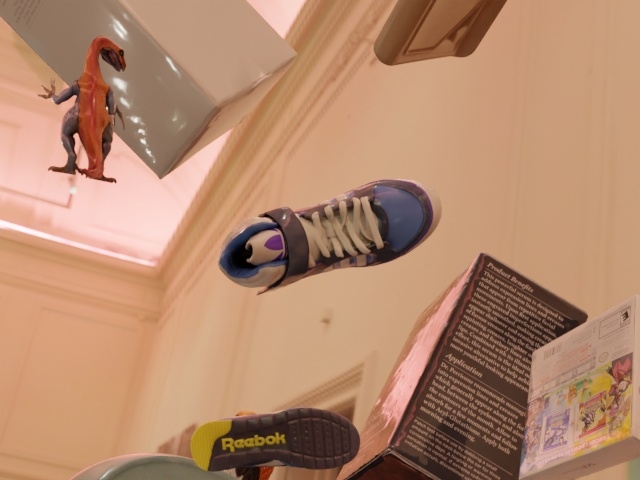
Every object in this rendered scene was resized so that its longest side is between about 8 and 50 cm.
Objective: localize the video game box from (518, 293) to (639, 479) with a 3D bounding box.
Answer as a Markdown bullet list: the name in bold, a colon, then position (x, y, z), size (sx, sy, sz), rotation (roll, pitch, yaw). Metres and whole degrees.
- **video game box**: position (0.325, 0.187, 1.046), size (0.048, 0.187, 0.205), rotation (27, -35, -11)

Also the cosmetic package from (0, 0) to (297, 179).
- **cosmetic package**: position (-0.239, -0.289, 1.069), size (0.385, 0.217, 0.156), rotation (48, -52, -2)

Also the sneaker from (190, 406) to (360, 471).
- **sneaker**: position (-0.038, 0.173, 0.756), size (0.144, 0.053, 0.059), rotation (0, -12, -1)

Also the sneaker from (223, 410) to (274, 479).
- **sneaker**: position (-0.149, 0.434, 1.619), size (0.099, 0.262, 0.121), rotation (-19, 21, -40)

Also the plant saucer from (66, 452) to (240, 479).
- **plant saucer**: position (-0.122, 0.320, 0.861), size (0.318, 0.317, 0.043), rotation (22, -69, -27)

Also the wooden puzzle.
- **wooden puzzle**: position (0.171, -0.315, 1.041), size (0.239, 0.044, 0.220), rotation (-18, -35, -54)

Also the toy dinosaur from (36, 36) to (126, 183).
- **toy dinosaur**: position (-0.121, -0.074, 0.482), size (0.047, 0.082, 0.090), rotation (10, 1, -37)

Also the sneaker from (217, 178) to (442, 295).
- **sneaker**: position (0.000, 0.000, 1.304), size (0.323, 0.130, 0.236), rotation (-14, 2, 31)

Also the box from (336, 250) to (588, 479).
- **box**: position (0.229, 0.270, 1.437), size (0.212, 0.395, 0.293), rotation (32, -32, 1)
